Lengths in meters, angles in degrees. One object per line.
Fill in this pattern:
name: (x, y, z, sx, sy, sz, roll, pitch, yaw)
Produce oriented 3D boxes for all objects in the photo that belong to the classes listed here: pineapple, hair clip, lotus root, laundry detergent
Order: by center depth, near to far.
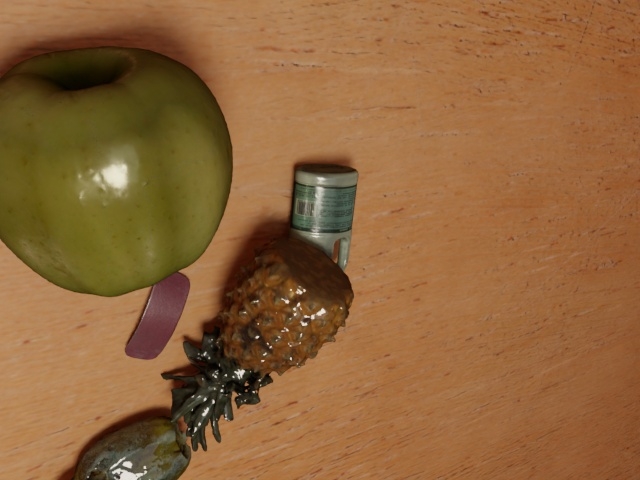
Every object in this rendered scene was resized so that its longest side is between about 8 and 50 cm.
hair clip: (-0.227, 0.109, 0.873, 0.054, 0.022, 0.137, 22, 97, -34)
lotus root: (-0.280, 0.326, 0.888, 0.192, 0.088, 0.113, -24, 104, -22)
pineapple: (-0.103, 0.160, 0.889, 0.169, 0.169, 0.341, 22, 114, -37)
laundry detergent: (0.000, 0.000, 0.944, 0.099, 0.070, 0.226, -5, 111, -28)

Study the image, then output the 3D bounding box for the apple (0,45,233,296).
apple: (-0.224, -0.077, 0.676, 0.279, 0.279, 0.279, -13, 116, -28)
